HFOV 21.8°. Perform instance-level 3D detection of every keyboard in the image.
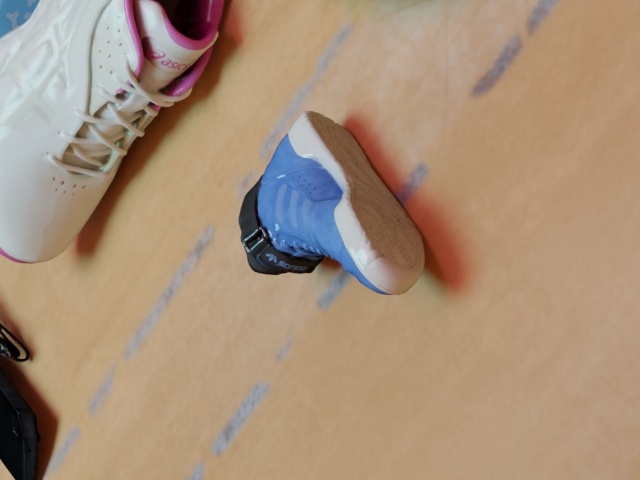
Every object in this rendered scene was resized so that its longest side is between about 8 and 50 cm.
[{"bbox_3d":[-0.242,0.100,1.247,0.192,0.038,0.100,40,136,47],"label":"keyboard"}]

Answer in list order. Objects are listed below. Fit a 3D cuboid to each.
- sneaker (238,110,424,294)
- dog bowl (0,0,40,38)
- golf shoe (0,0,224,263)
[{"bbox_3d":[0.001,0.000,0.937,0.084,0.058,0.152,-52,41,21],"label":"sneaker"},{"bbox_3d":[-0.263,-0.139,1.289,0.166,0.074,0.297,32,107,49],"label":"dog bowl"},{"bbox_3d":[-0.145,-0.112,1.110,0.140,0.115,0.306,36,110,45],"label":"golf shoe"}]
